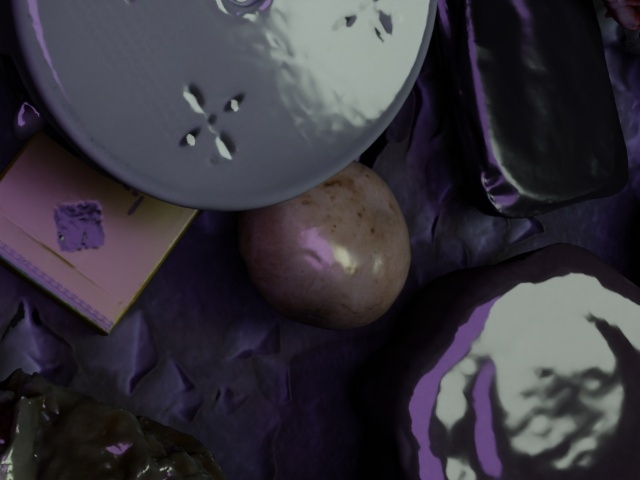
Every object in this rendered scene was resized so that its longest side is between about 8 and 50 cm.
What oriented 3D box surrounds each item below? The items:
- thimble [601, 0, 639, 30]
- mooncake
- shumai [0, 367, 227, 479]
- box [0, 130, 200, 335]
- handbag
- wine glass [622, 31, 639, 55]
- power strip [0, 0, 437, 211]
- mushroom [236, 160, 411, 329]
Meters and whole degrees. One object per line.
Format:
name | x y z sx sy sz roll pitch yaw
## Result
thimble | 0.333 -0.307 1.086 0.125 0.163 0.190 52 46 -35
mooncake | 0.180 0.153 1.031 0.306 0.154 0.306 2 86 -22
shumai | -0.212 0.205 0.860 0.256 0.189 0.218 -42 103 -23
box | -0.165 -0.073 0.971 0.153 0.041 0.279 39 75 -16
handbag | 0.191 -0.191 1.095 0.191 0.075 0.332 -14 88 -26
wine glass | 0.385 -0.057 1.134 0.143 0.143 0.321 -6 91 -21
power strip | -0.097 -0.193 0.864 0.357 0.161 0.358 -6 104 -26
mushroom | 0.000 0.000 0.989 0.166 0.127 0.166 17 62 -35
